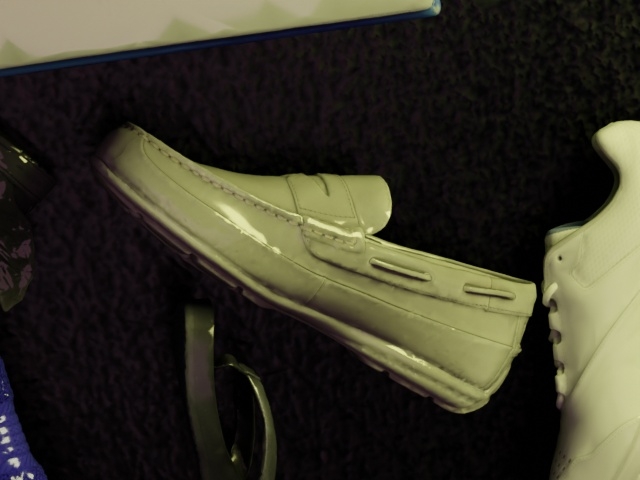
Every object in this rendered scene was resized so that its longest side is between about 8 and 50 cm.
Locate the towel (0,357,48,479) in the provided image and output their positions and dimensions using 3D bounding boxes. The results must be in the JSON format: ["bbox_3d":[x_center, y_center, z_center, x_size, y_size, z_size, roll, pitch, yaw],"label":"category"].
[{"bbox_3d":[-0.279,0.178,1.066,0.228,0.076,0.308,-21,90,9],"label":"towel"}]

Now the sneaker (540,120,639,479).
[{"bbox_3d":[0.202,0.055,1.183,0.129,0.111,0.297,19,95,2],"label":"sneaker"}]

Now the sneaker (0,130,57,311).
[{"bbox_3d":[-0.237,-0.040,1.094,0.170,0.051,0.089,40,89,-19],"label":"sneaker"}]

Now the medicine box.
[{"bbox_3d":[-0.097,-0.191,0.959,0.264,0.289,0.149,-9,104,-8],"label":"medicine box"}]

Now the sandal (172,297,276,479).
[{"bbox_3d":[-0.056,0.147,1.154,0.054,0.097,0.254,-13,115,-6],"label":"sandal"}]

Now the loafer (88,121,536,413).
[{"bbox_3d":[0.000,0.000,1.122,0.319,0.112,0.111,30,91,-23],"label":"loafer"}]
